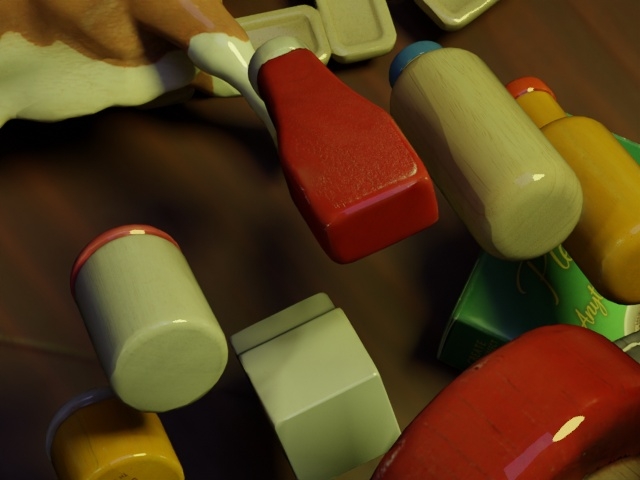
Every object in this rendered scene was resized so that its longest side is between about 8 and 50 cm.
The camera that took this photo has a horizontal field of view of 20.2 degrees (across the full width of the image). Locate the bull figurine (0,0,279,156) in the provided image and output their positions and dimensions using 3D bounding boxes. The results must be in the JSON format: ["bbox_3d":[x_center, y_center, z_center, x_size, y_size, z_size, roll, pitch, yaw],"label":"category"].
[{"bbox_3d":[-0.059,-0.126,0.713,0.188,0.101,0.310,31,73,2],"label":"bull figurine"}]

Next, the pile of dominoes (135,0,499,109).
[{"bbox_3d":[-0.018,-0.180,0.815,0.196,0.040,0.251,-12,68,-10],"label":"pile of dominoes"}]

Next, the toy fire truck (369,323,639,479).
[{"bbox_3d":[0.159,0.101,0.519,0.254,0.302,0.169,-36,55,-22],"label":"toy fire truck"}]

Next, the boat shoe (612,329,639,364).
[{"bbox_3d":[0.182,0.036,0.630,0.285,0.103,0.092,-15,52,-10],"label":"boat shoe"}]

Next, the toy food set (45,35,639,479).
[{"bbox_3d":[0.000,0.000,0.622,0.232,0.111,0.104,-26,44,-5],"label":"toy food set"}]

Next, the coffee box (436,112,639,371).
[{"bbox_3d":[0.150,0.032,0.703,0.184,0.040,0.113,23,60,5],"label":"coffee box"}]
